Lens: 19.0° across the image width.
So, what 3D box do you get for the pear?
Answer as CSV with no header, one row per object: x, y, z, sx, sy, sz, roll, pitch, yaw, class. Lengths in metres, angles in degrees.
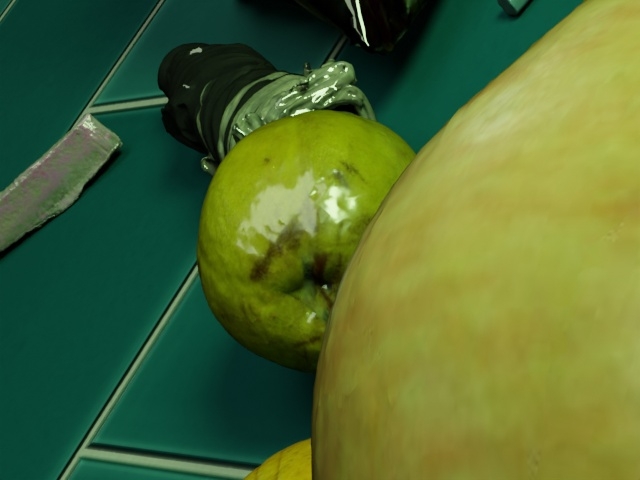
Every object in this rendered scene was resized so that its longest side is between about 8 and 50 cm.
0.000,0.000,1.112,0.149,0.149,0.162,-36,25,18,pear

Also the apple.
0.188,0.085,0.515,0.391,0.391,0.346,-55,5,-18,apple

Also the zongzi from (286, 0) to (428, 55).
0.042,-0.324,1.432,0.362,0.319,0.383,-42,44,-15,zongzi

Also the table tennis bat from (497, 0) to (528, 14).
0.176,-0.213,1.291,0.155,0.019,0.100,-48,29,-8,table tennis bat

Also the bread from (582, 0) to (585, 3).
0.210,-0.145,1.104,0.139,0.071,0.130,-41,25,8,bread

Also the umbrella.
-0.044,-0.086,1.360,0.113,0.106,0.358,-38,20,-6,umbrella

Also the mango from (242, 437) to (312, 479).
0.012,0.172,0.899,0.154,0.126,0.252,-53,20,9,mango

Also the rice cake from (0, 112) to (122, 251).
-0.249,-0.031,1.583,0.207,0.047,0.036,-37,23,13,rice cake
